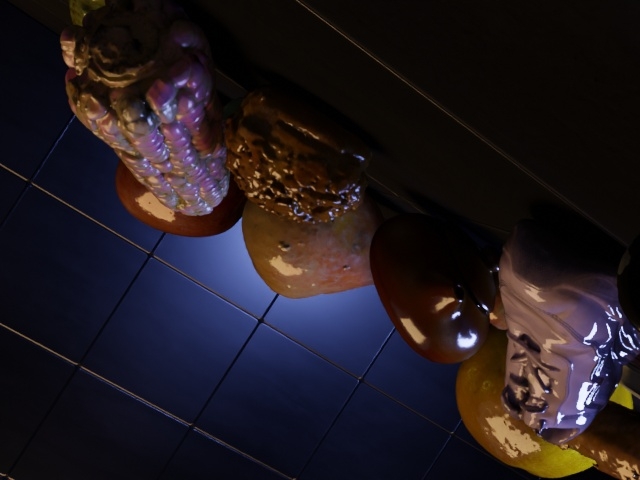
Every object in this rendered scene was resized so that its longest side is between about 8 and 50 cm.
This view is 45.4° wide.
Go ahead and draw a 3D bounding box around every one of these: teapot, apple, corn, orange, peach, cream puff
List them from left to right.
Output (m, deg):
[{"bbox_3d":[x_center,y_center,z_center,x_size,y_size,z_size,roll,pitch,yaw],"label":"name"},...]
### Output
[{"bbox_3d":[-0.142,-0.109,0.728,0.127,0.126,0.335,33,170,10],"label":"corn"},{"bbox_3d":[-0.197,-0.118,1.213,0.254,0.253,0.253,33,180,0],"label":"apple"},{"bbox_3d":[-0.024,-0.071,0.693,0.144,0.103,0.126,30,179,-11],"label":"cream puff"},{"bbox_3d":[0.000,0.000,1.135,0.233,0.232,0.232,33,180,0],"label":"peach"},{"bbox_3d":[0.146,0.041,0.873,0.178,0.135,0.252,66,-161,-3],"label":"teapot"},{"bbox_3d":[0.228,0.070,0.962,0.084,0.071,0.084,37,-173,-5],"label":"apple"},{"bbox_3d":[0.352,0.249,1.226,0.279,0.235,0.279,33,-175,-3],"label":"orange"}]

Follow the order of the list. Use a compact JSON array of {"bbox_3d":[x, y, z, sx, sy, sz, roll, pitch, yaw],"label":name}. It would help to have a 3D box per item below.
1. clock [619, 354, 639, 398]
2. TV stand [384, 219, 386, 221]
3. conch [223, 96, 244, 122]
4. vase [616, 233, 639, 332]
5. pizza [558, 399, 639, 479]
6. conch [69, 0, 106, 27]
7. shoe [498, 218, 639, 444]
[{"bbox_3d":[0.386,0.166,0.813,0.244,0.056,0.244,32,180,0],"label":"clock"},{"bbox_3d":[0.135,-0.008,1.495,0.249,0.042,0.036,32,178,-43],"label":"TV stand"},{"bbox_3d":[-0.052,-0.111,0.850,0.106,0.079,0.170,17,-175,-31],"label":"conch"},{"bbox_3d":[0.185,0.039,0.374,0.059,0.059,0.167,33,180,32],"label":"vase"},{"bbox_3d":[0.405,0.245,0.714,0.392,0.080,0.435,26,170,-1],"label":"pizza"},{"bbox_3d":[-0.198,-0.218,0.723,0.121,0.074,0.089,51,153,21],"label":"conch"},{"bbox_3d":[0.174,0.077,0.564,0.095,0.137,0.245,28,177,36],"label":"shoe"}]
